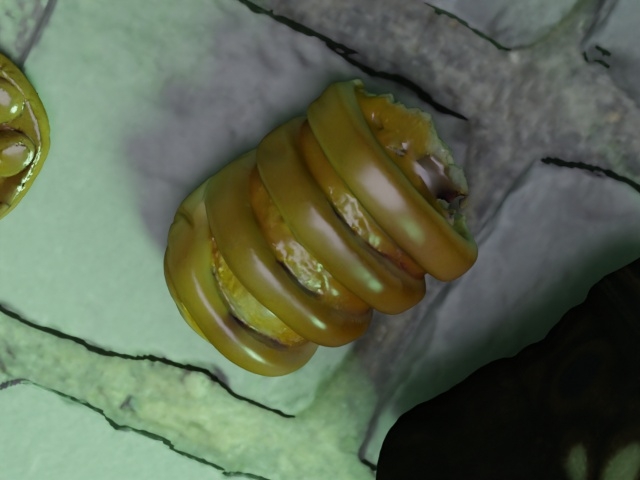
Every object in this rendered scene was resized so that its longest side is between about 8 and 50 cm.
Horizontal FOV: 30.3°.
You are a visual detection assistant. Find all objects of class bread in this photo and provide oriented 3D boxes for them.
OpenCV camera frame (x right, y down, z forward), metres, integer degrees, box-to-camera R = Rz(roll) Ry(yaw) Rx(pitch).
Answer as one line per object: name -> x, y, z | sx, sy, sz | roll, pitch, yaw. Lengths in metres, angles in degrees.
bread -> 0.000, 0.000, 0.614 | 0.177, 0.084, 0.119 | -36, 111, 17
bread -> -0.194, -0.054, 0.606 | 0.110, 0.024, 0.110 | -2, 116, -3

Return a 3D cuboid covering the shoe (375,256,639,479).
shoe -> 0.143, 0.180, 0.539 | 0.237, 0.384, 0.171 | -37, 119, 13
